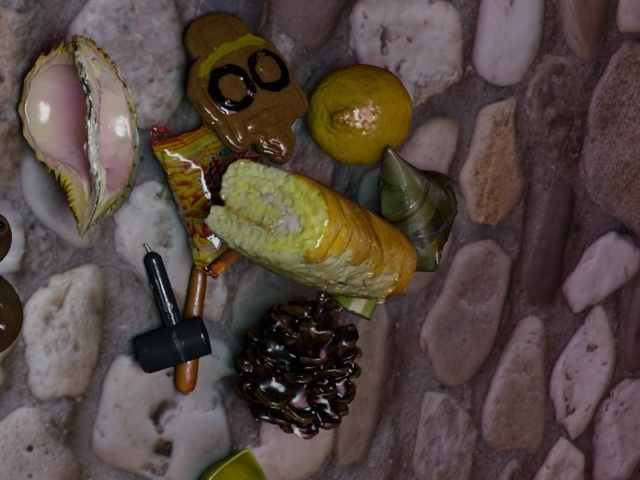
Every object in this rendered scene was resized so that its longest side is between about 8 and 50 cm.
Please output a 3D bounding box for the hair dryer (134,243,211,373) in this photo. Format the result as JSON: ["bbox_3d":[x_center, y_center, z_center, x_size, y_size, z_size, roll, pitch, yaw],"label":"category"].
[{"bbox_3d":[-0.277,0.112,1.877,0.124,0.071,0.219,-16,91,-2],"label":"hair dryer"}]

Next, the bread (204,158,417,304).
[{"bbox_3d":[0.000,0.000,1.834,0.375,0.237,0.165,27,83,-61],"label":"bread"}]

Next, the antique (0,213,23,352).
[{"bbox_3d":[-0.535,0.064,1.677,0.143,0.121,0.256,-11,104,-38],"label":"antique"}]

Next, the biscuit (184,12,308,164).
[{"bbox_3d":[-0.128,-0.261,1.863,0.208,0.041,0.290,-33,91,-34],"label":"biscuit"}]

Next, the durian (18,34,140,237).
[{"bbox_3d":[-0.358,-0.171,1.739,0.196,0.186,0.305,-21,104,-56],"label":"durian"}]

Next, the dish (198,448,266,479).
[{"bbox_3d":[-0.181,0.477,1.996,0.149,0.080,0.207,22,85,-37],"label":"dish"}]

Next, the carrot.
[{"bbox_3d":[-0.229,0.154,1.934,0.043,0.043,0.247,6,93,-33],"label":"carrot"}]

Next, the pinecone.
[{"bbox_3d":[-0.043,0.222,1.944,0.244,0.243,0.257,-26,129,-27],"label":"pinecone"}]

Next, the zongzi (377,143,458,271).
[{"bbox_3d":[0.177,-0.111,2.041,0.250,0.125,0.274,-65,145,-53],"label":"zongzi"}]

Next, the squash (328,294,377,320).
[{"bbox_3d":[0.093,0.055,2.095,0.095,0.095,0.188,29,82,-33],"label":"squash"}]

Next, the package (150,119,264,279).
[{"bbox_3d":[-0.177,-0.090,1.884,0.223,0.108,0.288,-27,104,-42],"label":"package"}]

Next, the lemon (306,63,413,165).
[{"bbox_3d":[0.074,-0.228,1.969,0.257,0.188,0.188,-18,111,-64],"label":"lemon"}]
